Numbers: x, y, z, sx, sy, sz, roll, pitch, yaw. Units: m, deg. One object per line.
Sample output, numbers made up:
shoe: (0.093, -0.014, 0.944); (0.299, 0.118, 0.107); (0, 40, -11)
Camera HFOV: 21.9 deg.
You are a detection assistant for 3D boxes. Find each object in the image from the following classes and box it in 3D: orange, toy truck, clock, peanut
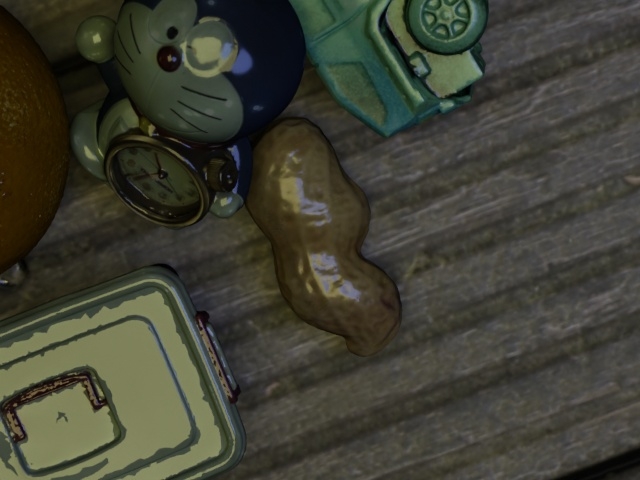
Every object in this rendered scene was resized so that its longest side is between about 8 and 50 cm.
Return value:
orange: (-0.337, -0.081, 1.367); (0.274, 0.274, 0.274); (0, 98, -1)
toy truck: (0.040, -0.232, 1.413); (0.156, 0.155, 0.279); (-31, 97, 11)
clock: (-0.113, -0.130, 1.379); (0.199, 0.146, 0.243); (38, 137, 0)
peanut: (0.000, 0.000, 1.475); (0.104, 0.085, 0.227); (-21, 99, -2)

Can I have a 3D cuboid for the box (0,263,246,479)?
box: (-0.218, 0.139, 1.448); (0.294, 0.167, 0.193); (-22, 99, 2)
